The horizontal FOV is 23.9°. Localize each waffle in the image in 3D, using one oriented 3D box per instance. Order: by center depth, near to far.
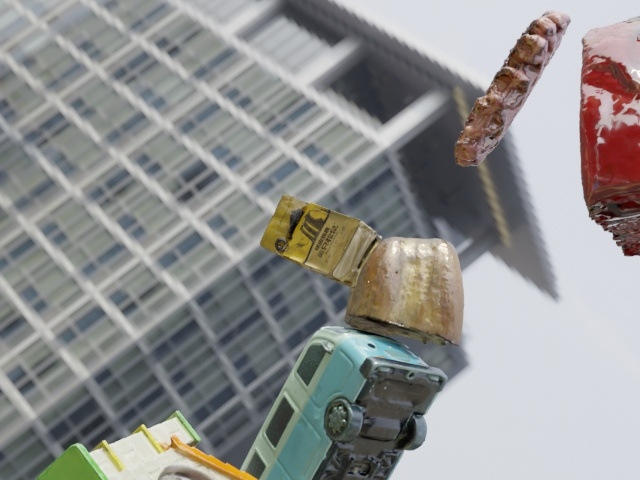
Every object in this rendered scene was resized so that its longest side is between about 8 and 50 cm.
[{"bbox_3d":[0.244,-0.194,1.935,0.055,0.234,0.221,36,22,5],"label":"waffle"}]

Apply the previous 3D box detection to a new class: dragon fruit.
[{"bbox_3d":[0.379,-0.079,1.342,0.330,0.302,0.240,6,-41,2],"label":"dragon fruit"}]

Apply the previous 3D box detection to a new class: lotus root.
[{"bbox_3d":[0.092,0.060,1.825,0.159,0.135,0.095,-8,-24,36],"label":"lotus root"}]

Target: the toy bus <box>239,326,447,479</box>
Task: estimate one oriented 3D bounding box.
[{"bbox_3d":[0.017,0.228,1.820,0.133,0.271,0.165,14,22,-38],"label":"toy bus"}]

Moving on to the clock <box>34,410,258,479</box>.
[{"bbox_3d":[-0.150,0.293,1.555,0.220,0.106,0.255,50,24,11],"label":"clock"}]

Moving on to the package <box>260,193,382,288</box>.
[{"bbox_3d":[0.000,0.000,1.666,0.131,0.071,0.047,20,-7,45],"label":"package"}]
